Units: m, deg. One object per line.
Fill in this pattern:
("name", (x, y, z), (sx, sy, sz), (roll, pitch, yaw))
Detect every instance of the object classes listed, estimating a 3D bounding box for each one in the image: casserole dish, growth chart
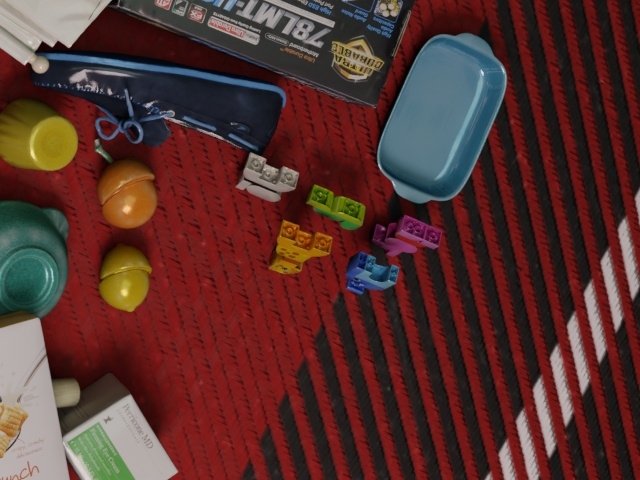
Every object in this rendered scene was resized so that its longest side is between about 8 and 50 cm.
("casserole dish", (0.125, -0.132, 1.572), (0.114, 0.037, 0.188), (23, 90, -21))
("growth chart", (-0.244, -0.276, 1.353), (0.237, 0.021, 0.172), (-46, 101, -7))

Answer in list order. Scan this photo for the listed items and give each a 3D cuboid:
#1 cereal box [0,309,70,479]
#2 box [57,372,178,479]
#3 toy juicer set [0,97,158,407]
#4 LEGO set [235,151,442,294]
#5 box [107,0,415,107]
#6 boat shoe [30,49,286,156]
("cereal box", (-0.324, 0.200, 1.357), (0.173, 0.047, 0.240), (-17, 108, -29))
("box", (-0.212, 0.205, 1.475), (0.087, 0.102, 0.101), (-33, 107, -14))
("toy juicer set", (-0.276, 0.042, 1.443), (0.209, 0.089, 0.329), (25, 87, -40))
("LEGO set", (0.000, 0.000, 1.531), (0.227, 0.093, 0.087), (22, 65, -19))
("box", (-0.029, -0.318, 1.465), (0.295, 0.073, 0.293), (19, 93, -22))
("boat shoe", (-0.156, -0.130, 1.436), (0.258, 0.109, 0.089), (9, 100, -19))
